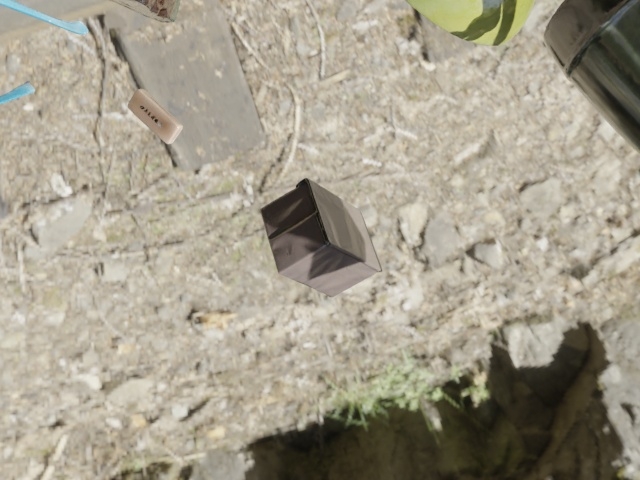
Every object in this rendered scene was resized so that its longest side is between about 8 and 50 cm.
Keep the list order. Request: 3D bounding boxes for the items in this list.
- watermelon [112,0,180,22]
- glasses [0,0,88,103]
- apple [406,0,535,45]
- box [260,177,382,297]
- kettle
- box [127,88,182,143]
[{"bbox_3d":[-0.308,-0.412,1.225,0.318,0.226,0.148,15,105,-38],"label":"watermelon"},{"bbox_3d":[-0.390,-0.222,0.992,0.190,0.088,0.221,-39,170,30],"label":"glasses"},{"bbox_3d":[0.287,-0.598,1.926,0.360,0.320,0.311,9,102,-35],"label":"apple"},{"bbox_3d":[0.000,0.000,2.076,0.153,0.188,0.252,-29,153,20],"label":"box"},{"bbox_3d":[0.333,-0.107,0.693,0.207,0.271,0.251,-33,167,3],"label":"kettle"},{"bbox_3d":[-0.312,-0.233,1.679,0.048,0.115,0.025,-50,170,19],"label":"box"}]
